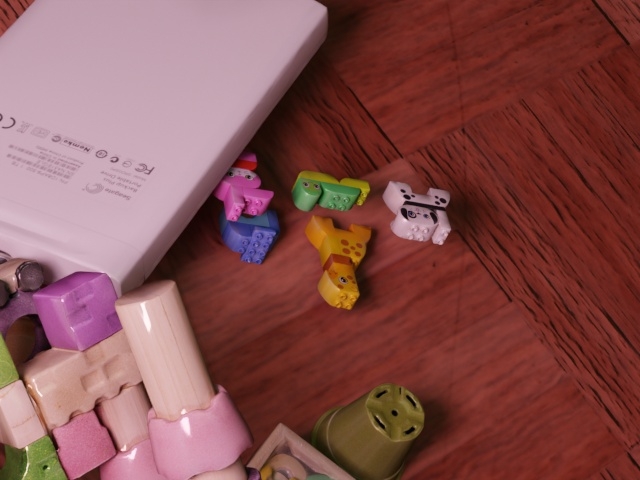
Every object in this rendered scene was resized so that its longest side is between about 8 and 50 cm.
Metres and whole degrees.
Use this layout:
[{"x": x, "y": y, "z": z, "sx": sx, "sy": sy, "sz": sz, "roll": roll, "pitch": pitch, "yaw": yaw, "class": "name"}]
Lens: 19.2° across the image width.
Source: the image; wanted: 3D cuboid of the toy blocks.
[{"x": -0.215, "y": 0.186, "z": 1.270, "sx": 0.289, "sy": 0.309, "sz": 0.260, "roll": -28, "pitch": 107, "yaw": -28, "class": "toy blocks"}]

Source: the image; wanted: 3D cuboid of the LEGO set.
[{"x": 0.000, "y": 0.000, "z": 1.585, "sx": 0.227, "sy": 0.087, "sz": 0.093, "roll": 9, "pitch": 41, "yaw": -21, "class": "LEGO set"}]

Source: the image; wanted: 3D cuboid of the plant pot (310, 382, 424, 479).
[{"x": 0.045, "y": 0.153, "z": 1.517, "sx": 0.083, "sy": 0.079, "sz": 0.083, "roll": 13, "pitch": 54, "yaw": -19, "class": "plant pot"}]

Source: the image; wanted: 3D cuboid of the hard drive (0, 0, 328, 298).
[{"x": -0.174, "y": -0.109, "z": 1.546, "sx": 0.233, "sy": 0.047, "sz": 0.353, "roll": 19, "pitch": 50, "yaw": 18, "class": "hard drive"}]

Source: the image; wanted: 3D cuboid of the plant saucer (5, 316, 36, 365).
[{"x": -0.229, "y": 0.099, "z": 1.459, "sx": 0.083, "sy": 0.015, "sz": 0.083, "roll": 13, "pitch": 55, "yaw": -18, "class": "plant saucer"}]

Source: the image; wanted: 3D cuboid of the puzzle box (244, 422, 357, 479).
[{"x": -0.030, "y": 0.358, "z": 1.368, "sx": 0.272, "sy": 0.052, "sz": 0.409, "roll": 38, "pitch": 51, "yaw": -1, "class": "puzzle box"}]
